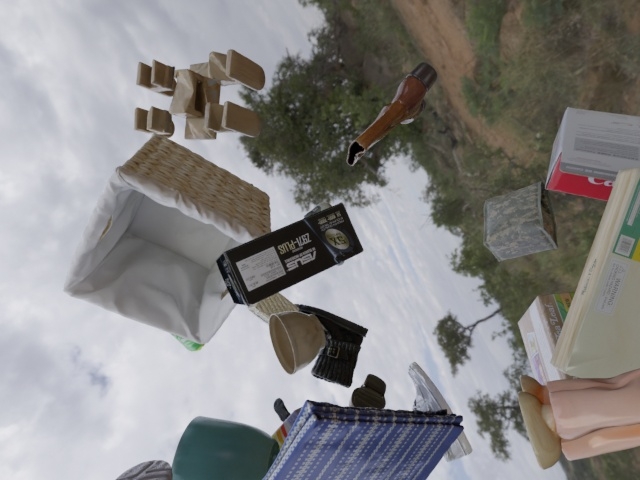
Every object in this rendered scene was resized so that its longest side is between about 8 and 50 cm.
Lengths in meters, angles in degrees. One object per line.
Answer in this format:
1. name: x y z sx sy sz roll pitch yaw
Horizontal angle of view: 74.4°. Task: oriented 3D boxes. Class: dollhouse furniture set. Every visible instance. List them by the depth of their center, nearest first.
1. dollhouse furniture set: -0.331 -0.315 1.254 0.256 0.362 0.393 1 -85 -61

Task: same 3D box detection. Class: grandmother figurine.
1. grandmother figurine: 0.382 0.142 0.401 0.208 0.343 0.104 -19 -92 -64

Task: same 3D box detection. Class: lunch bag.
1. lunch bag: 0.792 -0.087 1.685 0.169 0.235 0.286 39 -130 -30

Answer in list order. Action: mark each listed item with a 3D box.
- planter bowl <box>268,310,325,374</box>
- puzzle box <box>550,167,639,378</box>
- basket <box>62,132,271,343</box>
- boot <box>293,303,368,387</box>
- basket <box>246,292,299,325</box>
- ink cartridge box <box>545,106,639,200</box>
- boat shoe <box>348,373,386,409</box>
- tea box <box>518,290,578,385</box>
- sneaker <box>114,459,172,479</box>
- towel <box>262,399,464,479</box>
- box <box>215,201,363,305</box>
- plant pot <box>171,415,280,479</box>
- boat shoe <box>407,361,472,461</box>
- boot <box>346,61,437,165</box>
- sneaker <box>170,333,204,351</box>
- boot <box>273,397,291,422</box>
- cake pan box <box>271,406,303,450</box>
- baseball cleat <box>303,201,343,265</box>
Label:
1. planter bowl: -0.055 0.254 1.105 0.162 0.109 0.162 40 138 50
2. puzzle box: 0.642 0.095 0.811 0.272 0.408 0.052 18 -177 -5
3. basket: -0.311 -0.004 0.939 0.331 0.328 0.266 28 -152 -19
4. boot: 0.003 0.422 1.718 0.348 0.260 0.131 20 166 14
5. basket: -0.181 0.263 1.623 0.167 0.113 0.103 38 158 -11
6. ink cartridge box: 0.738 -0.179 1.028 0.271 0.310 0.130 -59 -25 -34
7. boat shoe: 0.155 0.551 1.413 0.111 0.104 0.307 28 -172 19
8. tea box: 0.714 0.306 1.032 0.220 0.324 0.328 71 -167 -58
9. sneaker: -0.350 0.580 0.801 0.321 0.125 0.179 -143 49 -78
10. towel: 0.048 0.328 0.589 0.336 0.243 0.040 22 -167 -39
11. box: -0.052 0.023 0.620 0.077 0.180 0.147 66 160 -1
12. plant pot: -0.240 0.644 1.155 0.293 0.235 0.292 0 -90 -83
13. boat shoe: 0.208 0.321 0.789 0.184 0.063 0.066 60 178 7
14. boot: 0.178 -0.299 1.123 0.096 0.280 0.264 40 174 -4
15. sneaker: -0.479 0.274 1.394 0.296 0.109 0.123 25 174 36
16. boot: -0.124 0.664 1.597 0.099 0.045 0.121 51 175 -33
17. cake pan box: -0.061 0.727 1.365 0.267 0.245 0.070 47 -162 25
18. baseball cleat: 0.000 0.000 1.026 0.072 0.109 0.205 41 156 45
